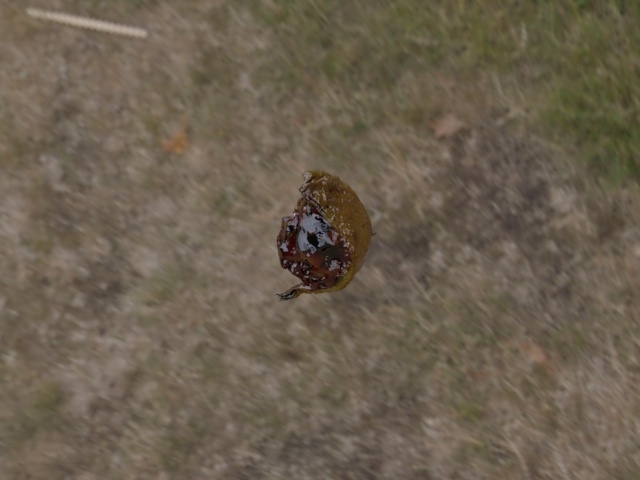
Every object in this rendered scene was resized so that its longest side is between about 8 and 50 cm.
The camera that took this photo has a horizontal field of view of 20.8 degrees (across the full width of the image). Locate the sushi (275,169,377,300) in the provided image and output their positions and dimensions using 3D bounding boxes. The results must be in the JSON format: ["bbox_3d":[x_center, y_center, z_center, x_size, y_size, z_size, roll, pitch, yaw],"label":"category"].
[{"bbox_3d":[0.000,0.000,0.953,0.050,0.099,0.047,25,47,24],"label":"sushi"}]
